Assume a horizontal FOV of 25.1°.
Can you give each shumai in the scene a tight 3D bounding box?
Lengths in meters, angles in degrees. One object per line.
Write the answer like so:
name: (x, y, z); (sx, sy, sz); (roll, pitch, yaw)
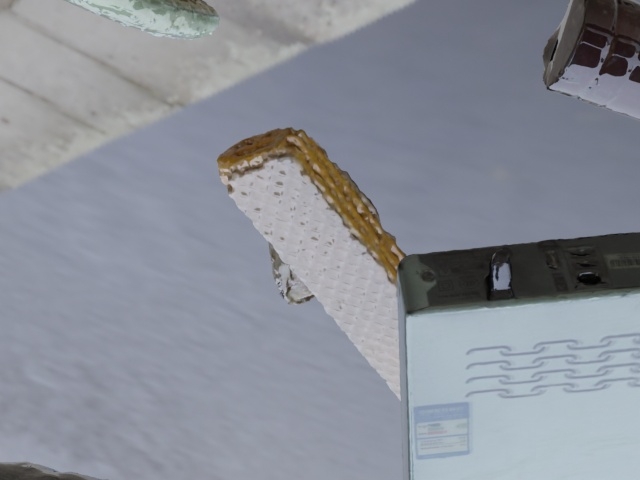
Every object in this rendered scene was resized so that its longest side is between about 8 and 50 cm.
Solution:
shumai: (0.000, -0.003, 1.571); (0.116, 0.145, 0.145); (-5, 161, -2)

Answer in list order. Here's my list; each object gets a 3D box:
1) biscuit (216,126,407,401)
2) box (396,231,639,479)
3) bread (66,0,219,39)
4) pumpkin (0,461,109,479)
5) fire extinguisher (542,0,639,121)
biscuit: (0.043, 0.040, 1.342); (0.094, 0.054, 0.378); (-15, 129, 33)
box: (0.170, 0.068, 0.658); (0.270, 0.045, 0.210); (-7, 132, -1)
bread: (-0.161, -0.162, 0.820); (0.193, 0.036, 0.112); (31, -165, 16)
pumpkin: (-0.213, 0.296, 0.922); (0.321, 0.320, 0.192); (15, 174, 21)
fire extinguisher: (0.273, -0.089, 0.930); (0.268, 0.072, 0.089); (17, 172, -11)
